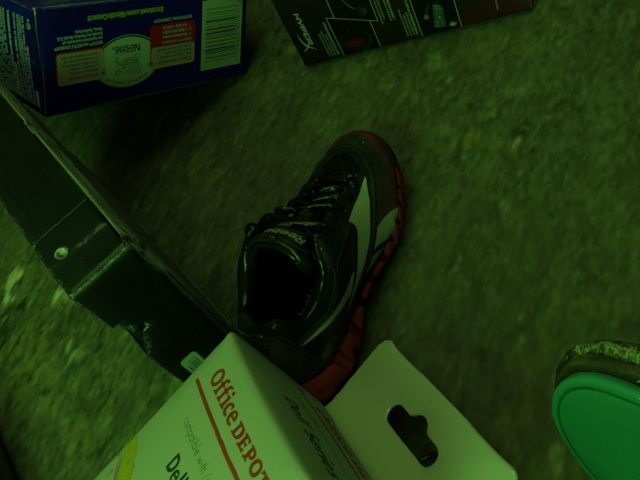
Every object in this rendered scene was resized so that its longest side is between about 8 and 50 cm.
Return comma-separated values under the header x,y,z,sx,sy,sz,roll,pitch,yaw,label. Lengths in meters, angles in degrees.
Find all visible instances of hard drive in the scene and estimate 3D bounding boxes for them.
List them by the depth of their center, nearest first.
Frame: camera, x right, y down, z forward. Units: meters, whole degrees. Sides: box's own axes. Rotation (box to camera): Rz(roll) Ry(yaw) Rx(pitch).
x,y,z,sx,sy,sz,roll,pitch,yaw,label
-0.207,-0.010,0.704,0.064,0.237,0.339,-44,52,-8,hard drive

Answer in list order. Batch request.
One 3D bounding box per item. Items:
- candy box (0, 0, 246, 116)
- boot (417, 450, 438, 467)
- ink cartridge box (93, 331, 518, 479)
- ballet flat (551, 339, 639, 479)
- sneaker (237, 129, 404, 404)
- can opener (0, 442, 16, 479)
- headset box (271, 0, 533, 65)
x,y,z,sx,sy,sz,roll,pitch,yaw,label
-0.288,-0.269,0.900,0.317,0.122,0.268,31,38,34,candy box
0.068,0.238,0.501,0.106,0.082,0.219,-33,40,6,boot
-0.067,0.204,0.506,0.353,0.119,0.207,-47,28,0,ink cartridge box
0.350,0.201,0.395,0.182,0.164,0.483,-29,55,-24,ballet flat
0.000,0.000,0.671,0.098,0.135,0.276,5,60,28,sneaker
-0.312,0.248,0.685,0.093,0.074,0.280,-38,52,-2,can opener
0.103,-0.339,0.859,0.293,0.110,0.218,-10,56,18,headset box
